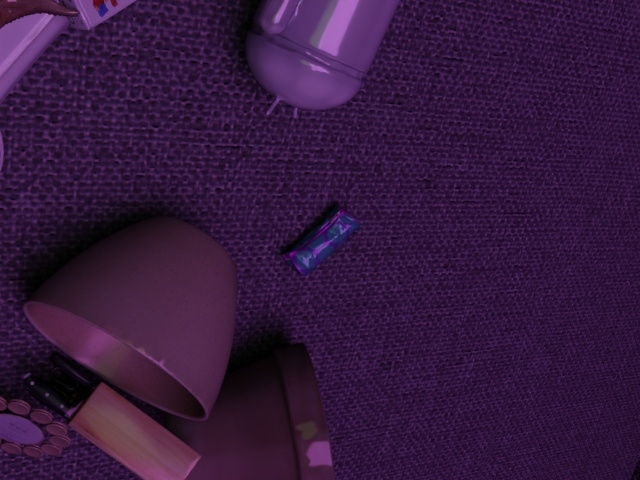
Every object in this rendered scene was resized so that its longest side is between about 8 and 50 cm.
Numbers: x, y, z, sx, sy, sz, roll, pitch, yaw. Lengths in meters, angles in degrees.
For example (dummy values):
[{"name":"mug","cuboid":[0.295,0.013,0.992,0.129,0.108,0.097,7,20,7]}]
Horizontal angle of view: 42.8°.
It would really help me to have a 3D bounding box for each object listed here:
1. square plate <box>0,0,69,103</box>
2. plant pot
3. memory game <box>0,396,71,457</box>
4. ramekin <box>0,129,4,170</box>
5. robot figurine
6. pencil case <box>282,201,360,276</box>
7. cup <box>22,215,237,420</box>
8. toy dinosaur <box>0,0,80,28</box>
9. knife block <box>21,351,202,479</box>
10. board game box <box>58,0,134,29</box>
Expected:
[{"name":"square plate","cuboid":[-0.484,-0.340,1.042,0.344,0.049,0.347,-46,134,6]},{"name":"plant pot","cuboid":[-0.141,0.372,1.538,0.281,0.323,0.323,-8,120,-8]},{"name":"memory game","cuboid":[-0.508,0.312,1.364,0.186,0.012,0.186,5,137,4]},{"name":"ramekin","cuboid":[-0.556,-0.097,1.070,0.273,0.127,0.272,-13,132,-15]},{"name":"robot figurine","cuboid":[0.007,-0.355,1.272,0.300,0.200,0.353,0,118,-60]},{"name":"pencil case","cuboid":[0.000,0.000,1.548,0.152,0.064,0.070,-43,145,-6]},{"name":"cup","cuboid":[-0.266,0.101,1.311,0.331,0.331,0.237,52,56,-39]},{"name":"toy dinosaur","cuboid":[-0.460,-0.282,0.990,0.296,0.127,0.200,-2,131,-46]},{"name":"knife block","cuboid":[-0.358,0.294,1.352,0.088,0.276,0.242,-54,143,-18]},{"name":"board game box","cuboid":[-0.251,-0.445,1.101,0.305,0.053,0.193,-44,131,-29]}]
